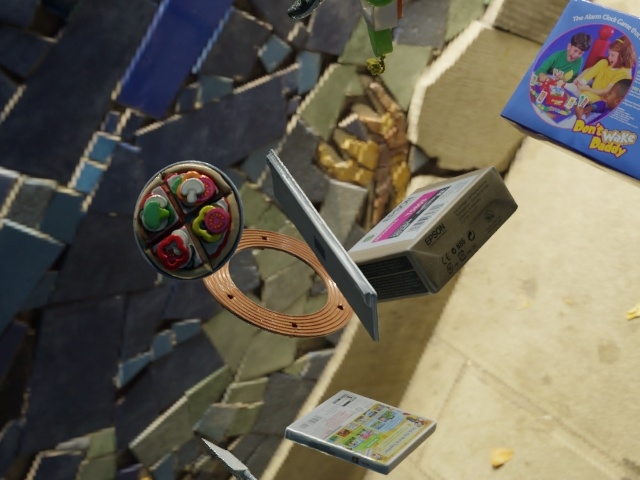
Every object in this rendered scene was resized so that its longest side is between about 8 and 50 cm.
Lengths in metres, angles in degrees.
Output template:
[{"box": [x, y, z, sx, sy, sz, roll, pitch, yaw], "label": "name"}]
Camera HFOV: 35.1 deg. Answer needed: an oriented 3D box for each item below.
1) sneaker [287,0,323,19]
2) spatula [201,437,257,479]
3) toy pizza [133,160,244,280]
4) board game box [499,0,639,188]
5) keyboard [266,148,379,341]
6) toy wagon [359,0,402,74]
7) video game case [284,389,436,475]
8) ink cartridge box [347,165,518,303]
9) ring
[{"box": [-0.016, -0.531, 2.103, 0.166, 0.076, 0.065, -39, 28, 20], "label": "sneaker"}, {"box": [-0.064, 0.372, 1.410, 0.242, 0.168, 0.019, 35, 69, 31], "label": "spatula"}, {"box": [-0.223, -0.033, 1.679, 0.201, 0.032, 0.201, -1, 86, 18], "label": "toy pizza"}, {"box": [0.484, -0.224, 1.593, 0.347, 0.078, 0.233, 35, 96, 43], "label": "board game box"}, {"box": [0.000, 0.000, 1.068, 0.256, 0.014, 0.072, 55, 165, 43], "label": "keyboard"}, {"box": [0.079, -0.445, 1.652, 0.068, 0.267, 0.345, -14, 111, -1], "label": "toy wagon"}, {"box": [0.078, 0.349, 1.863, 0.206, 0.227, 0.026, 15, 107, 26], "label": "video game case"}, {"box": [0.165, -0.006, 1.586, 0.193, 0.234, 0.088, -14, 114, 54], "label": "ink cartridge box"}, {"box": [-0.089, 0.090, 2.082, 0.336, 0.336, 0.032, 46, 128, 30], "label": "ring"}]
